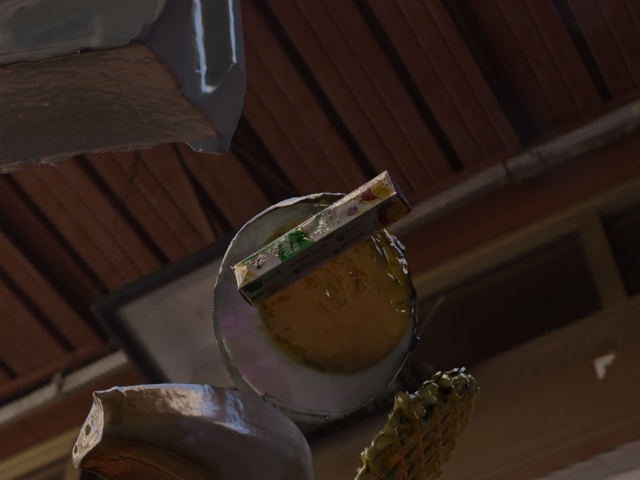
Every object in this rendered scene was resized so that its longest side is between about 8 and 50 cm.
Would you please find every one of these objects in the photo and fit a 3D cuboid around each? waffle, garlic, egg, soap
[{"bbox_3d":[0.123,0.280,1.608,0.052,0.245,0.254,34,-74,27],"label":"waffle"},{"bbox_3d":[-0.103,0.227,1.215,0.318,0.112,0.143,32,-81,-31],"label":"garlic"},{"bbox_3d":[-0.013,0.088,1.585,0.264,0.174,0.286,-11,-91,-7],"label":"egg"},{"bbox_3d":[-0.198,-0.211,0.871,0.258,0.302,0.159,-9,-20,16],"label":"soap"}]

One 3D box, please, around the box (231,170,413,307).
[{"bbox_3d":[0.000,0.000,1.308,0.207,0.050,0.041,-31,-53,9],"label":"box"}]
